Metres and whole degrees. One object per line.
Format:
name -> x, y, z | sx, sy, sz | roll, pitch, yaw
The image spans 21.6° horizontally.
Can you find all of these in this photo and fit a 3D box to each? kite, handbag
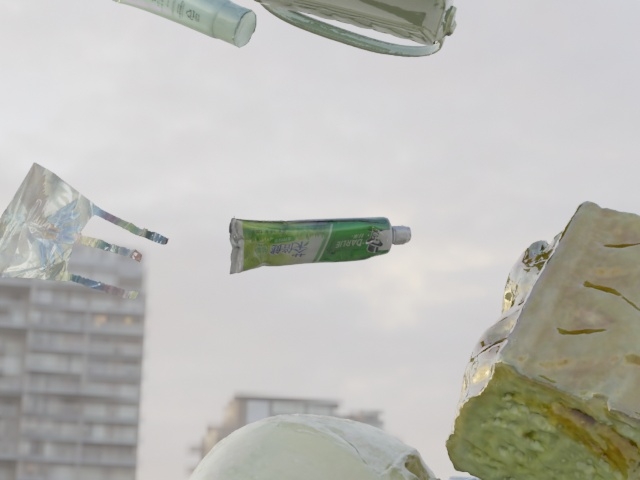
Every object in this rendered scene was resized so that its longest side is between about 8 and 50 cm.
kite -> -0.343, 0.010, 2.322 | 0.310, 0.169, 0.015 | 24, -4, 38
handbag -> 0.035, -0.287, 1.932 | 0.256, 0.079, 0.219 | 16, -21, 4

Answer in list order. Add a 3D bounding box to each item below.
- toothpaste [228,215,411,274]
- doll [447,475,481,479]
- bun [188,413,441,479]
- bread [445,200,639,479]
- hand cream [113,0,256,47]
toothpaste -> 0.000, 0.000, 2.186 | 0.248, 0.078, 0.047 | -3, 17, -17
doll -> 0.236, 0.370, 2.414 | 0.241, 0.099, 0.135 | -36, -5, 5
bun -> 0.048, 0.297, 1.446 | 0.213, 0.361, 0.361 | -42, -34, 15
bread -> 0.237, 0.110, 1.433 | 0.238, 0.252, 0.196 | 20, -39, 27
hand cream -> -0.172, -0.292, 2.041 | 0.205, 0.078, 0.050 | 27, 35, 23
